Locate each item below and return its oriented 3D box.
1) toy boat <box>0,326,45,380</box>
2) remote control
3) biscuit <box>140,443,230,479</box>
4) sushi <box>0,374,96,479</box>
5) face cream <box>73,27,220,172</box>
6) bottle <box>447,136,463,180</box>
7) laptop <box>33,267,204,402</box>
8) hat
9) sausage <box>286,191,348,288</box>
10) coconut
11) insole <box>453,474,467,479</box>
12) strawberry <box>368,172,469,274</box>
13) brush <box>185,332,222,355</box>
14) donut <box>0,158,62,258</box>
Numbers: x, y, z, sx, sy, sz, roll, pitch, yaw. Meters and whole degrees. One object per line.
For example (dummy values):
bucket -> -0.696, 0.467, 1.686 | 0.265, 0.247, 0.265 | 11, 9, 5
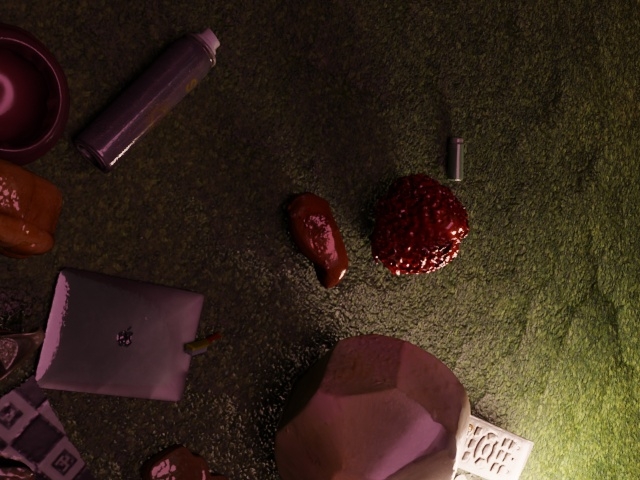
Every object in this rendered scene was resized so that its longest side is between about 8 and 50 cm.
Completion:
toy boat -> -0.484, 0.176, 1.539 | 0.185, 0.071, 0.089 | -36, 119, -28
remote control -> 0.316, 0.420, 2.220 | 0.313, 0.055, 0.109 | 27, 88, -33
biscuit -> -0.225, 0.498, 1.817 | 0.183, 0.047, 0.319 | 0, 99, -35
sushi -> -0.470, 0.430, 1.587 | 0.320, 0.069, 0.339 | -35, 118, -25
face cream -> -0.256, -0.223, 1.645 | 0.283, 0.073, 0.073 | -49, 123, -21
bottle -> 0.263, -0.159, 2.087 | 0.030, 0.030, 0.083 | -5, 100, -37
laptop -> -0.313, 0.154, 1.703 | 0.269, 0.015, 0.187 | 14, 89, -39
hat -> -0.447, -0.201, 1.492 | 0.205, 0.089, 0.205 | -2, 93, -36
sausage -> 0.000, 0.000, 1.876 | 0.089, 0.089, 0.179 | -35, 115, -28
coconut -> 0.088, 0.344, 1.870 | 0.353, 0.353, 0.352 | -8, 102, -37
insole -> 0.290, 0.582, 2.253 | 0.065, 0.006, 0.193 | -12, 105, -36
strawberry -> 0.183, -0.025, 1.945 | 0.187, 0.201, 0.184 | -32, 104, -15
brush -> -0.192, 0.172, 1.789 | 0.083, 0.019, 0.021 | -21, 127, -53
donut -> -0.456, -0.050, 1.429 | 0.226, 0.226, 0.113 | 24, 77, -38
